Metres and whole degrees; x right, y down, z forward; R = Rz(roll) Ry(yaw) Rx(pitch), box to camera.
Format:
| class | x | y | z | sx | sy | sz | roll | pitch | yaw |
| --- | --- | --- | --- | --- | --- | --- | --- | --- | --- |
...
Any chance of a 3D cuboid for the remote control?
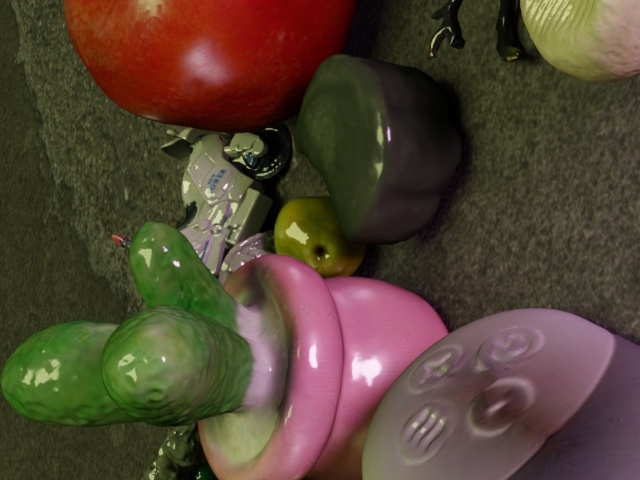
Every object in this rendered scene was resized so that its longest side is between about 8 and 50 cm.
| class | x | y | z | sx | sy | sz | roll | pitch | yaw |
| --- | --- | --- | --- | --- | --- | --- | --- | --- | --- |
| remote control | 0.157 | 0.155 | 1.168 | 0.221 | 0.103 | 0.332 | -45 | 33 | -11 |

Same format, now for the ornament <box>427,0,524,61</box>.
| class | x | y | z | sx | sy | sz | roll | pitch | yaw |
| --- | --- | --- | --- | --- | --- | --- | --- | --- | --- |
| ornament | 0.117 | -0.250 | 1.394 | 0.202 | 0.080 | 0.236 | -26 | 63 | 50 |

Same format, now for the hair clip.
| class | x | y | z | sx | sy | sz | roll | pitch | yaw |
| --- | --- | --- | --- | --- | --- | --- | --- | --- | --- |
| hair clip | -0.077 | 0.145 | 1.611 | 0.091 | 0.138 | 0.321 | 29 | 111 | 25 |

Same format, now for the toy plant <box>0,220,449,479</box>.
| class | x | y | z | sx | sy | sz | roll | pitch | yaw |
| --- | --- | --- | --- | --- | --- | --- | --- | --- | --- |
| toy plant | -0.056 | 0.108 | 1.356 | 0.317 | 0.356 | 0.211 | -8 | 70 | 59 |

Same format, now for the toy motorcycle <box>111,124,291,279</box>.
| class | x | y | z | sx | sy | sz | roll | pitch | yaw |
| --- | --- | --- | --- | --- | --- | --- | --- | --- | --- |
| toy motorcycle | -0.124 | -0.034 | 1.714 | 0.150 | 0.102 | 0.221 | 22 | 84 | 33 |

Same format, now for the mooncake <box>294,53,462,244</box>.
| class | x | y | z | sx | sy | sz | roll | pitch | yaw |
| --- | --- | --- | --- | --- | --- | --- | --- | --- | --- |
| mooncake | 0.048 | -0.081 | 1.454 | 0.168 | 0.104 | 0.175 | -22 | 68 | 52 |

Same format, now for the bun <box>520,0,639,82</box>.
| class | x | y | z | sx | sy | sz | roll | pitch | yaw |
| --- | --- | --- | --- | --- | --- | --- | --- | --- | --- |
| bun | 0.230 | -0.220 | 1.164 | 0.222 | 0.127 | 0.222 | -168 | 90 | -70 |

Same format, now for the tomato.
| class | x | y | z | sx | sy | sz | roll | pitch | yaw |
| --- | --- | --- | --- | --- | --- | --- | --- | --- | --- |
| tomato | -0.104 | -0.270 | 1.584 | 0.289 | 0.293 | 0.325 | 18 | 94 | 44 |

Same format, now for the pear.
| class | x | y | z | sx | sy | sz | roll | pitch | yaw |
| --- | --- | --- | --- | --- | --- | --- | --- | --- | --- |
| pear | 0.000 | 0.000 | 1.538 | 0.097 | 0.092 | 0.092 | -58 | -12 | -70 |
